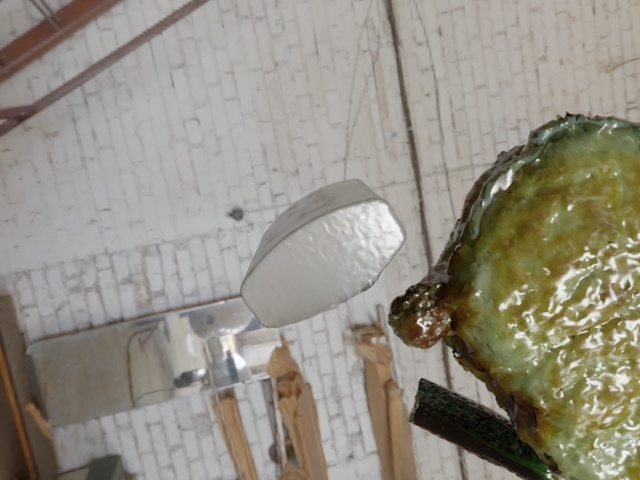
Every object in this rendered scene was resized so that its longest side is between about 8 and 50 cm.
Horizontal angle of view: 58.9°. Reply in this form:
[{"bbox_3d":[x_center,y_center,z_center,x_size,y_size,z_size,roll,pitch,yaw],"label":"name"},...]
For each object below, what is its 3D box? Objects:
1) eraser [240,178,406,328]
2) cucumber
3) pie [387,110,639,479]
[{"bbox_3d":[0.000,0.000,0.684,0.094,0.174,0.270,58,5,-9],"label":"eraser"},{"bbox_3d":[0.226,0.269,0.804,0.241,0.074,0.074,16,-57,44],"label":"cucumber"},{"bbox_3d":[0.337,0.073,0.650,0.418,0.395,0.180,35,4,8],"label":"pie"}]
